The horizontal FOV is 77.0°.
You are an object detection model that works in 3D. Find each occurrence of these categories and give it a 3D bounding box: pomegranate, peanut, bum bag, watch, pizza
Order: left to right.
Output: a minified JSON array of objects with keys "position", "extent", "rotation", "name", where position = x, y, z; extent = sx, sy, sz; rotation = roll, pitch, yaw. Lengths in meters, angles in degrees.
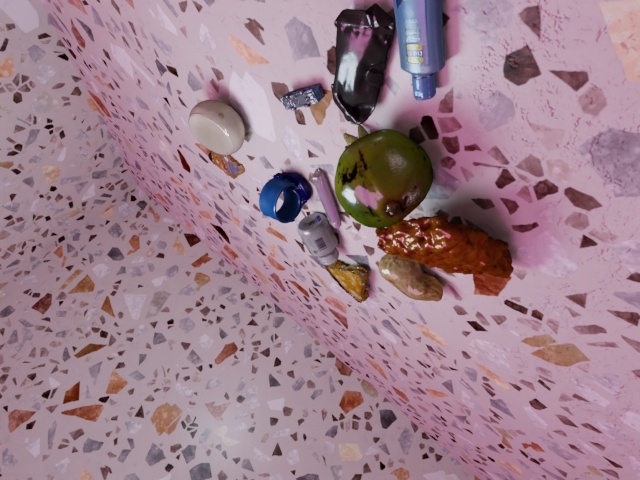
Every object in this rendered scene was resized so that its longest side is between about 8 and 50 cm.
[{"position":[-0.147,-0.165,1.622],"extent":[0.171,0.200,0.196],"rotation":[16,140,41],"name":"watch"},{"position":[0.123,0.154,1.861],"extent":[0.251,0.074,0.287],"rotation":[34,153,20],"name":"pizza"},{"position":[0.092,-0.427,0.990],"extent":[0.142,0.079,0.326],"rotation":[30,150,13],"name":"bum bag"},{"position":[0.150,-0.188,1.090],"extent":[0.260,0.261,0.340],"rotation":[79,166,-52],"name":"pomegranate"},{"position":[0.328,0.136,1.461],"extent":[0.253,0.122,0.137],"rotation":[40,147,4],"name":"peanut"}]

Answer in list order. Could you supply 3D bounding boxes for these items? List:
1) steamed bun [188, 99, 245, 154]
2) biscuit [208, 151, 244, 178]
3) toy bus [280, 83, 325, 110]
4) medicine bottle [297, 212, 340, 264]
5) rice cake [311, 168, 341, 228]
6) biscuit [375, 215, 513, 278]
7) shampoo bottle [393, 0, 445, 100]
[{"position":[-0.398,-0.460,1.602],"extent":[0.232,0.145,0.232],"rotation":[22,152,13],"name":"steamed bun"},{"position":[-0.470,-0.382,1.975],"extent":[0.280,0.043,0.183],"rotation":[23,145,33],"name":"biscuit"},{"position":[-0.055,-0.433,1.218],"extent":[0.153,0.061,0.051],"rotation":[10,138,49],"name":"toy bus"},{"position":[0.000,0.000,1.729],"extent":[0.135,0.135,0.215],"rotation":[16,143,46],"name":"medicine bottle"},{"position":[0.027,-0.154,1.543],"extent":[0.049,0.055,0.269],"rotation":[16,142,38],"name":"rice cake"},{"position":[0.353,0.020,1.143],"extent":[0.318,0.110,0.312],"rotation":[19,171,-29],"name":"biscuit"},{"position":[0.208,-0.418,0.836],"extent":[0.104,0.061,0.258],"rotation":[24,149,37],"name":"shampoo bottle"}]
